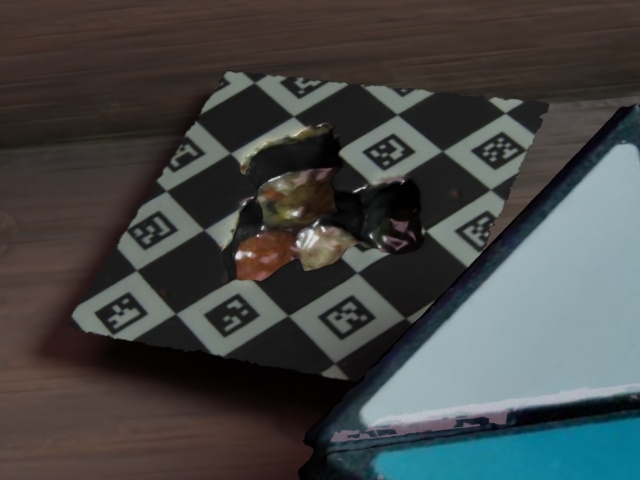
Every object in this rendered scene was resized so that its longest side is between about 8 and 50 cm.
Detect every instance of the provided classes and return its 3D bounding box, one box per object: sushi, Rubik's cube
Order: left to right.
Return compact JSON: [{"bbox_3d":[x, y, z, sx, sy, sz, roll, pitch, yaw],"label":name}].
[{"bbox_3d":[0.000,0.000,1.033,0.219,0.047,0.231,8,48,24],"label":"sushi"},{"bbox_3d":[0.168,0.129,0.755,0.246,0.250,0.248,28,63,30],"label":"Rubik's cube"}]
